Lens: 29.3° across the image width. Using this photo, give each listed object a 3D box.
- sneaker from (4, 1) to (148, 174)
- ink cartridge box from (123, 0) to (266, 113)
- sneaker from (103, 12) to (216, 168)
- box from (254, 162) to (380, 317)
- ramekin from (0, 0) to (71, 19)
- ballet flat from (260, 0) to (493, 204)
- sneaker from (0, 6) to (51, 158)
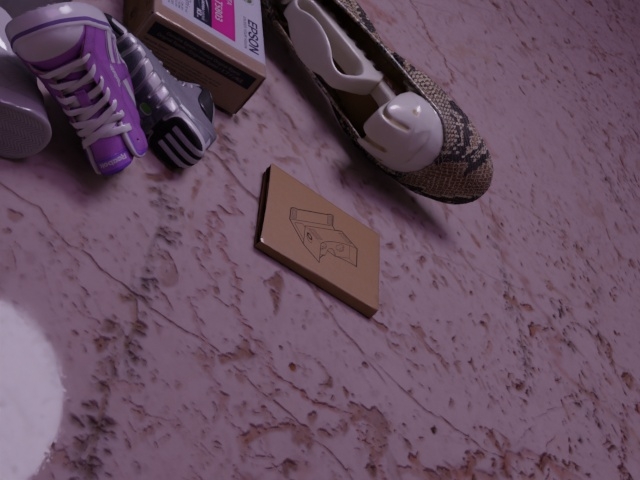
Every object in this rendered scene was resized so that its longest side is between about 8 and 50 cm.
[{"bbox_3d":[-0.258,-0.162,1.388,0.282,0.102,0.161,43,27,-77],"label":"sneaker"},{"bbox_3d":[-0.180,-0.320,1.751,0.193,0.088,0.235,25,37,-30],"label":"ink cartridge box"},{"bbox_3d":[-0.217,-0.204,1.600,0.229,0.086,0.132,55,26,-7],"label":"sneaker"},{"bbox_3d":[0.000,0.000,1.680,0.201,0.021,0.164,33,35,-23],"label":"box"},{"bbox_3d":[-0.381,-0.406,1.501,0.277,0.135,0.277,14,61,-28],"label":"ramekin"},{"bbox_3d":[0.065,-0.235,1.866,0.483,0.164,0.182,50,21,7],"label":"ballet flat"},{"bbox_3d":[-0.430,-0.212,1.333,0.292,0.108,0.169,29,33,-43],"label":"sneaker"}]
